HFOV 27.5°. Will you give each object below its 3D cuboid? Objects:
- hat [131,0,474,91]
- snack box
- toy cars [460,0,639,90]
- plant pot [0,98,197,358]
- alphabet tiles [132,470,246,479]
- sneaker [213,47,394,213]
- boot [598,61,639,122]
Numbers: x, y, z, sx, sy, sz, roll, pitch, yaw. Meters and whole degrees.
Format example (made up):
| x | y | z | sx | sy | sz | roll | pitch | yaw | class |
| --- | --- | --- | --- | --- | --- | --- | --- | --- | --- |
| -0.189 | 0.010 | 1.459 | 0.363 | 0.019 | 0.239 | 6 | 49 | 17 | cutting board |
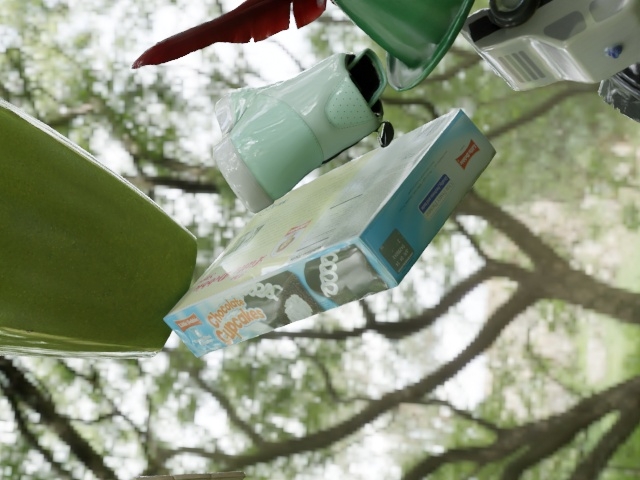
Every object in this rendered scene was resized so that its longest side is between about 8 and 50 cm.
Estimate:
| x | y | z | sx | sy | sz | roll | pitch | yaw | class |
| --- | --- | --- | --- | --- | --- | --- | --- | --- | --- |
| 0.005 | -0.204 | 0.861 | 0.209 | 0.183 | 0.173 | -85 | 19 | -47 | hat |
| 0.000 | 0.000 | 1.219 | 0.060 | 0.322 | 0.187 | 50 | -127 | -14 | snack box |
| 0.302 | -0.172 | 0.973 | 0.176 | 0.393 | 0.087 | 107 | 151 | -57 | toy cars |
| -0.285 | 0.009 | 1.335 | 0.275 | 0.293 | 0.275 | -160 | 90 | -74 | plant pot |
| -0.175 | 0.289 | 1.261 | 0.198 | 0.237 | 0.009 | 5 | -131 | -37 | alphabet tiles |
| -0.008 | -0.107 | 1.121 | 0.094 | 0.151 | 0.256 | 56 | -174 | -15 | sneaker |
| 0.433 | -0.201 | 1.268 | 0.131 | 0.348 | 0.260 | -21 | -46 | -42 | boot |
